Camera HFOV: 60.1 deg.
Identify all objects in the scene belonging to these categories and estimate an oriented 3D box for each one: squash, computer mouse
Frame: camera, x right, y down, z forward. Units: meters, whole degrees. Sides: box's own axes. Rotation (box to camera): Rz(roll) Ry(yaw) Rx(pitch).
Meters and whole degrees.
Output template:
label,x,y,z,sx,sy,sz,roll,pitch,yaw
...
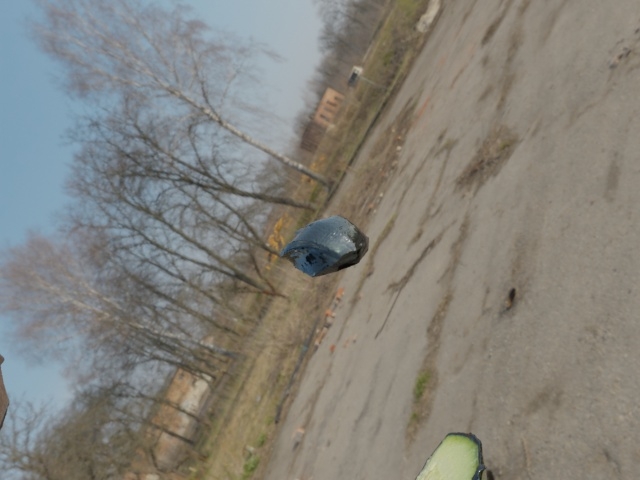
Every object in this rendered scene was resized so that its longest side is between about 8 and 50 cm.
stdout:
label,x,y,z,sx,sy,sz,roll,pitch,yaw
squash,0.163,0.338,0.674,0.192,0.085,0.184,-49,-2,-15
computer mouse,0.000,0.000,0.610,0.079,0.047,0.135,-31,17,-25

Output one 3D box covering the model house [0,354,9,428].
label,x,y,z,sx,sy,sz,roll,pitch,yaw
model house,-0.834,0.327,1.197,0.202,0.236,0.238,-109,21,-67
